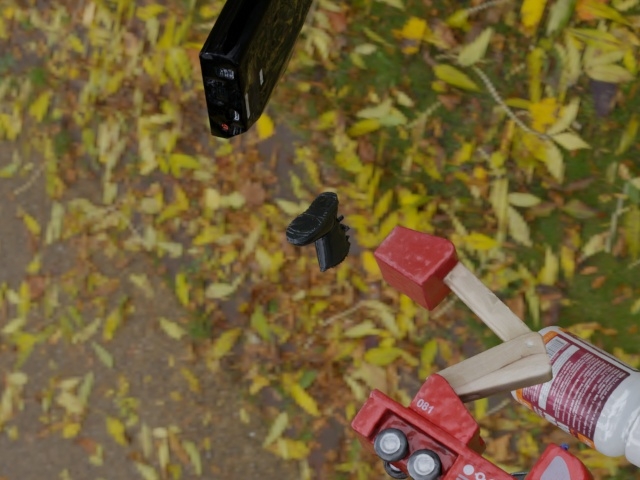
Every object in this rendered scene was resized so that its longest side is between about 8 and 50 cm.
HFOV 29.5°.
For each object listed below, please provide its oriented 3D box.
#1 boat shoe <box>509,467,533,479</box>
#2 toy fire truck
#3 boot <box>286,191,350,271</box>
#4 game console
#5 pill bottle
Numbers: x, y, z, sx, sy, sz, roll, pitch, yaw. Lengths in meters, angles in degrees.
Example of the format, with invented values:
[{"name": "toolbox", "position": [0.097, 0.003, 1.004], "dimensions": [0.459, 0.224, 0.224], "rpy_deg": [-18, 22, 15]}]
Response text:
[{"name": "boat shoe", "position": [0.316, 0.336, 1.715], "dimensions": [0.183, 0.065, 0.083], "rpy_deg": [3, 118, 54]}, {"name": "toy fire truck", "position": [0.091, 0.089, 0.721], "dimensions": [0.192, 0.047, 0.135], "rpy_deg": [30, 74, 24]}, {"name": "boot", "position": [-0.001, 0.000, 1.706], "dimensions": [0.045, 0.121, 0.099], "rpy_deg": [11, 130, 28]}, {"name": "game console", "position": [-0.050, -0.260, 0.995], "dimensions": [0.044, 0.361, 0.213], "rpy_deg": [16, 59, 10]}, {"name": "pill bottle", "position": [0.373, 0.212, 1.623], "dimensions": [0.221, 0.121, 0.121], "rpy_deg": [31, 108, 38]}]
